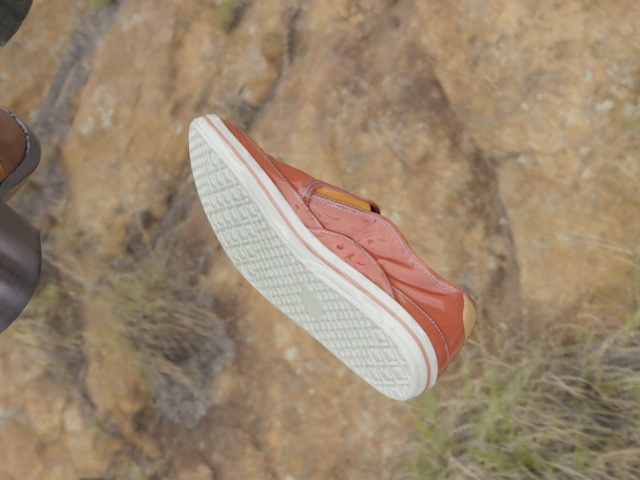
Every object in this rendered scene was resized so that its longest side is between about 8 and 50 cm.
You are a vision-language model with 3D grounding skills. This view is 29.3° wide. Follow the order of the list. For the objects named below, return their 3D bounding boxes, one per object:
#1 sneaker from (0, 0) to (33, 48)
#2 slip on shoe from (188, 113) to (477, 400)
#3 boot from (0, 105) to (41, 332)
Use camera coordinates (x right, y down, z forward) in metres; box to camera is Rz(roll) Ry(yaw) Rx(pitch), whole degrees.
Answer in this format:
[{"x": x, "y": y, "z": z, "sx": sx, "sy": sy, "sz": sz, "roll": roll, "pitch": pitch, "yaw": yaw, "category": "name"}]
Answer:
[{"x": -0.325, "y": -0.258, "z": 0.632, "sx": 0.182, "sy": 0.410, "sz": 0.158, "roll": -6, "pitch": 28, "yaw": 42, "category": "sneaker"}, {"x": 0.000, "y": 0.000, "z": 1.045, "sx": 0.331, "sy": 0.101, "sz": 0.123, "roll": 41, "pitch": 146, "yaw": 29, "category": "slip on shoe"}, {"x": -0.310, "y": -0.082, "z": 0.750, "sx": 0.096, "sy": 0.280, "sz": 0.264, "roll": -41, "pitch": 34, "yaw": 17, "category": "boot"}]
